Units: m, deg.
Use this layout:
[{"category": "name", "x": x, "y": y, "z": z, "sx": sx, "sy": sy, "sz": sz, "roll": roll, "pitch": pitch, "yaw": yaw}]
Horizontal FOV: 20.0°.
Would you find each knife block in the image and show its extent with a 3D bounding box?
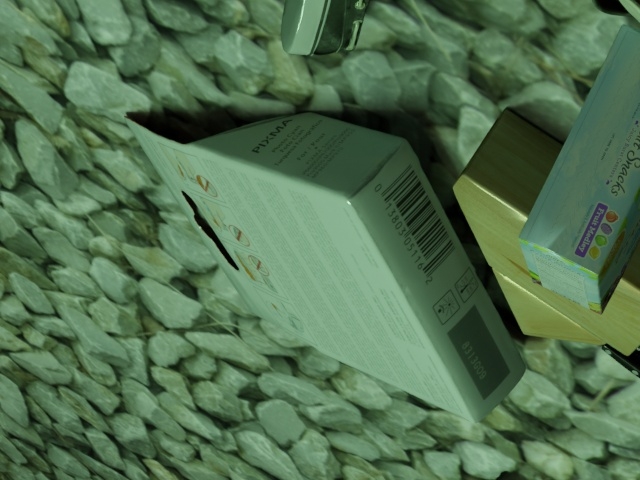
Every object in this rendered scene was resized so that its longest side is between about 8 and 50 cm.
[{"category": "knife block", "x": 0.270, "y": 0.020, "z": 1.556, "sx": 0.242, "sy": 0.088, "sz": 0.276, "roll": 4, "pitch": 137, "yaw": 38}]

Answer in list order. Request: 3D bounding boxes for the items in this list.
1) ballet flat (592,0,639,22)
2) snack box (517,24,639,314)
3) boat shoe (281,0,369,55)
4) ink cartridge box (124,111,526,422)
[{"category": "ballet flat", "x": 0.275, "y": -0.167, "z": 1.206, "sx": 0.095, "sy": 0.096, "sz": 0.280, "roll": 44, "pitch": 170, "yaw": -24}, {"category": "snack box", "x": 0.219, "y": -0.046, "z": 1.363, "sx": 0.070, "sy": 0.174, "sz": 0.207, "roll": 25, "pitch": 176, "yaw": 14}, {"category": "boat shoe", "x": 0.023, "y": -0.232, "z": 1.470, "sx": 0.070, "sy": 0.078, "sz": 0.219, "roll": 2, "pitch": 147, "yaw": -14}, {"category": "ink cartridge box", "x": 0.000, "y": 0.000, "z": 1.816, "sx": 0.385, "sy": 0.091, "sz": 0.308, "roll": 23, "pitch": 151, "yaw": 49}]
